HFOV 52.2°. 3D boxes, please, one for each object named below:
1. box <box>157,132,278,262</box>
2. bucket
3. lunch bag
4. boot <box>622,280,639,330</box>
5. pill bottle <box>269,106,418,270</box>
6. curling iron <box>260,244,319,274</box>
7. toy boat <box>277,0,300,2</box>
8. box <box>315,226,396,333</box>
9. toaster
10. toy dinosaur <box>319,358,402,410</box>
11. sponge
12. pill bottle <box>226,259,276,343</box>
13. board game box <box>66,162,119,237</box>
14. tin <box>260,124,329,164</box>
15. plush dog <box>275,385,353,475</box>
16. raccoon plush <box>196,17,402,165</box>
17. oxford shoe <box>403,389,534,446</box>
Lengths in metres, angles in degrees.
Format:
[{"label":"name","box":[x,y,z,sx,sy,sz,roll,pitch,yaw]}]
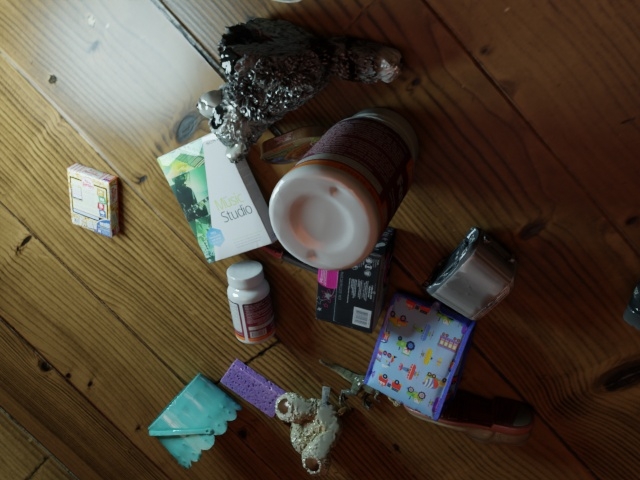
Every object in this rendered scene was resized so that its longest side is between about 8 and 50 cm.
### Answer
[{"label":"box","box":[-0.269,-0.114,1.723,0.232,0.058,0.322,-18,102,32]},{"label":"bucket","box":[-0.410,0.578,2.115,0.183,0.281,0.281,43,127,-1]},{"label":"lunch bag","box":[0.264,0.280,1.704,0.221,0.138,0.293,23,117,23]},{"label":"boot","box":[0.859,0.030,1.287,0.367,0.146,0.445,16,120,12]},{"label":"pill bottle","box":[0.070,-0.127,1.376,0.224,0.392,0.224,12,124,18]},{"label":"curling iron","box":[-0.110,0.025,1.774,0.274,0.035,0.068,32,127,4]},{"label":"toy boat","box":[-0.021,-0.594,1.283,0.318,0.148,0.267,16,125,15]},{"label":"box","box":[0.090,0.085,1.655,0.163,0.142,0.247,14,125,15]},{"label":"toaster","box":[0.357,0.089,1.546,0.146,0.129,0.227,36,126,-2]},{"label":"toy dinosaur","box":[0.113,0.436,1.915,0.268,0.064,0.118,20,119,15]},{"label":"sponge","box":[-0.212,0.476,2.101,0.210,0.031,0.117,34,128,1]},{"label":"pill bottle","box":[-0.198,0.174,1.852,0.121,0.121,0.221,7,122,21]},{"label":"board game box","box":[-0.671,-0.117,1.933,0.147,0.045,0.193,19,125,13]},{"label":"tin","box":[-0.059,-0.227,1.556,0.190,0.106,0.040,-15,78,30]},{"label":"plush dog","box":[-0.024,0.587,2.021,0.262,0.211,0.225,59,145,17]},{"label":"raccoon plush","box":[-0.063,-0.298,1.462,0.447,0.216,0.299,17,133,14]},{"label":"oxford shoe","box":[0.397,0.497,1.785,0.348,0.123,0.130,9,128,20]}]
